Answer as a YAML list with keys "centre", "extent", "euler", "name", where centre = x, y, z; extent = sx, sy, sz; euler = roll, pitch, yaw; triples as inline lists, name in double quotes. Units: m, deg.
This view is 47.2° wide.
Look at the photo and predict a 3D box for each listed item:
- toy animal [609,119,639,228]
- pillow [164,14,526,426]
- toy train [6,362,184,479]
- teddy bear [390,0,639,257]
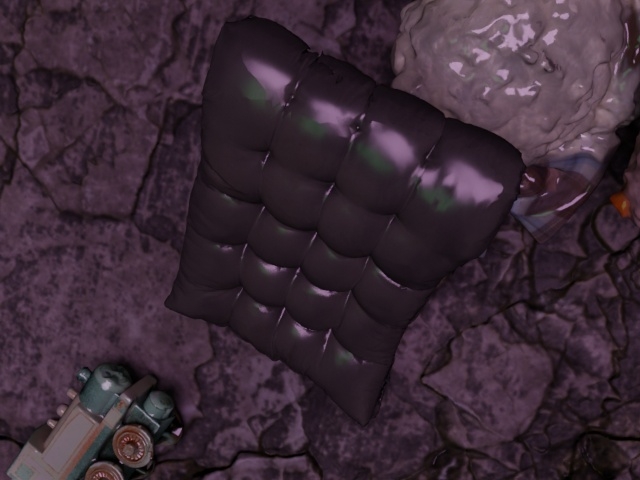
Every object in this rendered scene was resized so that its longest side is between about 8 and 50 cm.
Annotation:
- centre: [0.358, -0.135, 0.514]
  extent: [0.358, 0.188, 0.226]
  euler: [-35, 125, 0]
  name: "toy animal"
- centre: [0.000, 0.000, 0.592]
  extent: [0.228, 0.101, 0.326]
  euler: [27, 137, 3]
  name: "pillow"
- centre: [-0.229, 0.210, 0.746]
  extent: [0.125, 0.081, 0.194]
  euler: [38, 105, 5]
  name: "toy train"
- centre: [0.131, -0.239, 0.586]
  extent: [0.327, 0.362, 0.375]
  euler: [-9, 58, -9]
  name: "teddy bear"
